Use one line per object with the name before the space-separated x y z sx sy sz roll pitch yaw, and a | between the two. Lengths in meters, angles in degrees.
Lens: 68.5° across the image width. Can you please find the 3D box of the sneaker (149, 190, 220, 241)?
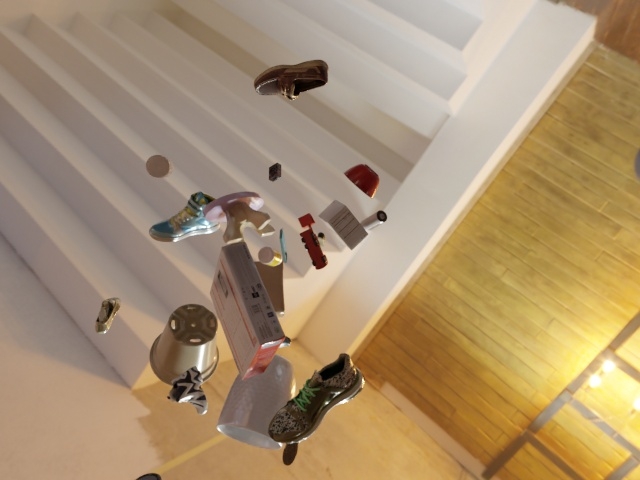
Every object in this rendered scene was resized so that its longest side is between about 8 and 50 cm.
sneaker | -0.589 -0.117 2.050 0.318 0.208 0.127 -17 -127 -31

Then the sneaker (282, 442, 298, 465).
sneaker | -0.124 0.922 2.156 0.064 0.192 0.086 10 175 10

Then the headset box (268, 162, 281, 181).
headset box | -0.225 -0.334 2.329 0.032 0.062 0.084 22 -126 -42

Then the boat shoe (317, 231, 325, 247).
boat shoe | 0.002 0.001 2.546 0.048 0.042 0.133 15 153 6

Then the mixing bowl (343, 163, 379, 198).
mixing bowl | 0.202 -0.284 2.135 0.181 0.098 0.181 40 -168 -10

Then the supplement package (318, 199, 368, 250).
supplement package | 0.095 -0.064 1.950 0.179 0.105 0.105 49 176 -29

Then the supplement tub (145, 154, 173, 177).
supplement tub | -0.487 -0.224 1.428 0.071 0.071 0.107 33 180 -15

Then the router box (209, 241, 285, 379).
router box | -0.244 0.225 1.484 0.082 0.301 0.336 -13 -118 -28

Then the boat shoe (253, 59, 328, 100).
boat shoe | -0.128 -0.677 2.032 0.123 0.341 0.123 61 -156 -63

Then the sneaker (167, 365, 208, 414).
sneaker | -0.579 0.671 2.021 0.152 0.235 0.094 -18 -149 -31

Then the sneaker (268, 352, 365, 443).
sneaker | -0.028 0.536 1.670 0.158 0.410 0.182 27 142 46

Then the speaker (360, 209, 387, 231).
speaker | 0.224 -0.082 2.005 0.055 0.055 0.136 32 151 -16

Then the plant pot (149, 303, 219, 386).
plant pot | -0.616 0.468 2.207 0.333 0.306 0.334 14 -136 -14

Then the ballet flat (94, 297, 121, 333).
ballet flat | -0.999 0.329 2.204 0.086 0.086 0.249 30 -156 -25

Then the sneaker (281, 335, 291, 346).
sneaker | -0.256 0.524 2.222 0.104 0.261 0.125 58 -159 -48

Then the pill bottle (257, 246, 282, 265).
pill bottle | -0.183 0.061 1.745 0.065 0.065 0.116 39 -178 16

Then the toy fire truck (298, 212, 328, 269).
toy fire truck | -0.026 0.003 1.628 0.192 0.047 0.135 65 -170 -2

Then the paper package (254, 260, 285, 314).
paper package | -0.360 0.279 2.620 0.324 0.310 0.168 -1 155 -6

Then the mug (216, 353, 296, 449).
mug | -0.258 0.666 1.970 0.276 0.374 0.328 25 -126 -10

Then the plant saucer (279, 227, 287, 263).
plant saucer | -0.180 0.028 2.280 0.018 0.192 0.067 -2 -132 1

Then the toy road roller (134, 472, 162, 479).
toy road roller | -0.580 0.851 1.336 0.240 0.203 0.329 -7 -164 0

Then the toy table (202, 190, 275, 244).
toy table | -0.308 -0.076 1.838 0.274 0.252 0.161 -19 -108 -40
